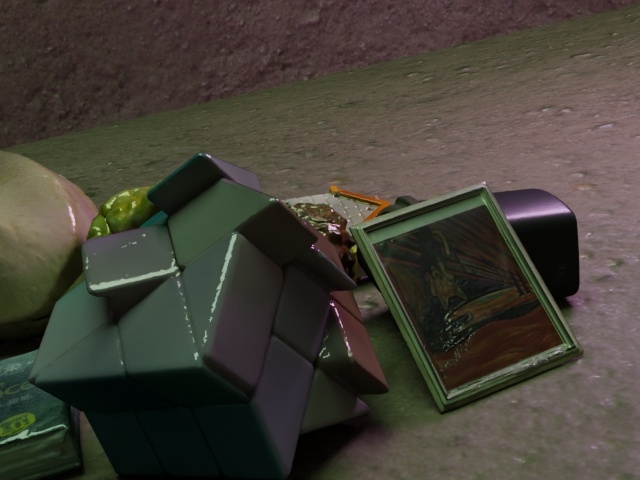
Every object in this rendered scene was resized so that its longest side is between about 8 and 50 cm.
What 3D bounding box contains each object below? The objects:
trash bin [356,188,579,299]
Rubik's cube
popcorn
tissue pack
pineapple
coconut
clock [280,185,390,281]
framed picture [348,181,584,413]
[{"bbox_3d":[0.210,0.021,1.422,0.290,0.182,0.209,-10,16,-8],"label":"trash bin"},{"bbox_3d":[-0.136,0.100,1.189,0.387,0.358,0.368,-7,54,34],"label":"Rubik's cube"},{"bbox_3d":[-0.267,0.031,1.592,0.237,0.293,0.293,12,30,37],"label":"popcorn"},{"bbox_3d":[-0.419,0.244,1.316,0.185,0.081,0.257,-16,21,-10],"label":"tissue pack"},{"bbox_3d":[-0.024,0.044,1.471,0.166,0.193,0.166,0,27,0],"label":"pineapple"},{"bbox_3d":[-0.546,0.011,1.718,0.352,0.353,0.353,-11,19,4],"label":"coconut"},{"bbox_3d":[0.000,0.000,1.682,0.255,0.106,0.220,-8,32,-10],"label":"clock"},{"bbox_3d":[0.187,0.061,1.264,0.216,0.273,0.016,-19,-22,-19],"label":"framed picture"}]
